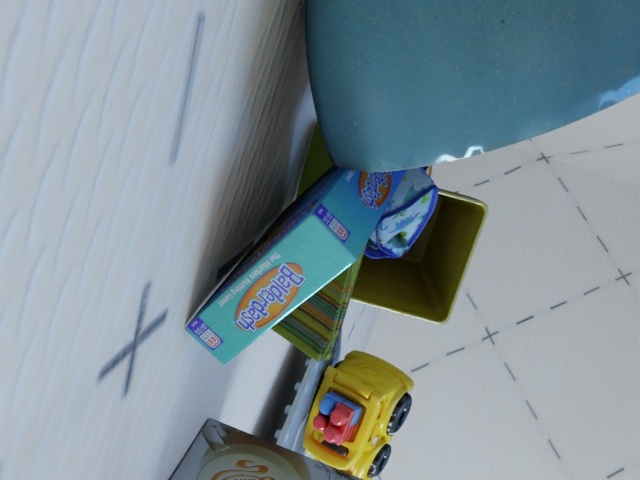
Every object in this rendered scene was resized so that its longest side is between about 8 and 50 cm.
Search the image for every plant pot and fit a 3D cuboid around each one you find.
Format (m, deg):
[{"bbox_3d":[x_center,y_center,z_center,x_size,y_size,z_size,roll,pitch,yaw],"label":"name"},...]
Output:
[{"bbox_3d":[0.106,-0.202,0.496,0.195,0.290,0.290,67,28,-20],"label":"plant pot"},{"bbox_3d":[0.135,-0.011,1.147,0.187,0.212,0.212,-82,-172,-74],"label":"plant pot"}]

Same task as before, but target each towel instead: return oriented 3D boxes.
[{"bbox_3d":[0.000,0.000,0.702,0.021,0.102,0.237,-3,114,-53],"label":"towel"}]

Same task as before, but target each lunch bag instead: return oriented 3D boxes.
[{"bbox_3d":[0.059,-0.055,0.767,0.096,0.129,0.151,-31,161,-5],"label":"lunch bag"}]

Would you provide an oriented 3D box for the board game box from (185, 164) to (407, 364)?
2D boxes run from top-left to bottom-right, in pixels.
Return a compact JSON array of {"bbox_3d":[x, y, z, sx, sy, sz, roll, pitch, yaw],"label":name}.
[{"bbox_3d":[-0.008,-0.007,0.568,0.160,0.047,0.210,-40,-172,34],"label":"board game box"}]

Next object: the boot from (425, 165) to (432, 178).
[{"bbox_3d":[0.143,-0.041,1.344,0.211,0.104,0.295,-64,176,-67],"label":"boot"}]

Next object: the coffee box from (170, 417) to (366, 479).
[{"bbox_3d":[-0.029,0.290,0.643,0.141,0.247,0.098,-57,163,-53],"label":"coffee box"}]

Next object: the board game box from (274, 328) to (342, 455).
[{"bbox_3d":[-0.054,0.329,1.159,0.390,0.050,0.390,89,23,-63],"label":"board game box"}]

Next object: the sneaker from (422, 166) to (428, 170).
[{"bbox_3d":[0.098,-0.141,1.066,0.209,0.082,0.069,1,98,-59],"label":"sneaker"}]

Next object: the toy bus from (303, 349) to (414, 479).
[{"bbox_3d":[0.042,0.318,1.148,0.211,0.149,0.220,0,113,-66],"label":"toy bus"}]
